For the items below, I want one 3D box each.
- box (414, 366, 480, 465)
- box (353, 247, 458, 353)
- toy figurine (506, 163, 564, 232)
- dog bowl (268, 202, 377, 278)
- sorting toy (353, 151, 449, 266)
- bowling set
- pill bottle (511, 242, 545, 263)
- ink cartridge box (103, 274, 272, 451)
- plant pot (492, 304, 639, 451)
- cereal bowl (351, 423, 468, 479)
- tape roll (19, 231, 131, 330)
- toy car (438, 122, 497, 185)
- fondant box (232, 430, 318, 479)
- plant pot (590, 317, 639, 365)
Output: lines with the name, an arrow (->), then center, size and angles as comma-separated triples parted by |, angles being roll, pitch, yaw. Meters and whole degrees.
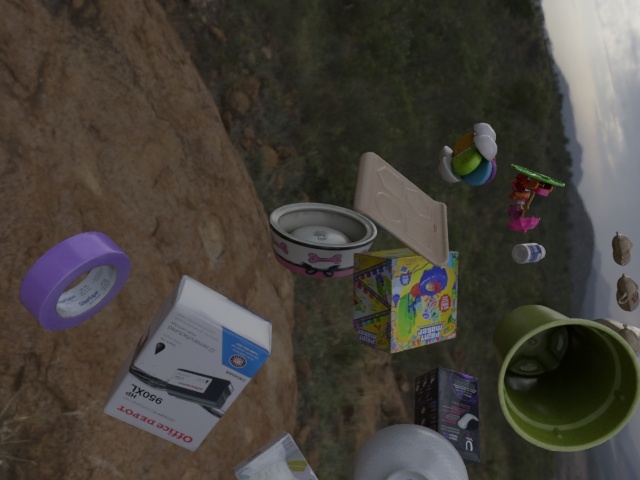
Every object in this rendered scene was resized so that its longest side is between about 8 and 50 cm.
box -> 0.408, 0.573, 1.831 | 0.165, 0.143, 0.270 | 20, 55, -17
box -> 0.265, 0.173, 1.756 | 0.289, 0.177, 0.279 | -6, 99, -36
toy figurine -> 0.540, -0.105, 1.506 | 0.173, 0.130, 0.159 | -126, -129, -62
dog bowl -> 0.000, 0.000, 2.124 | 0.408, 0.407, 0.150 | -49, 151, -62
sorting toy -> 0.153, -0.059, 1.075 | 0.208, 0.038, 0.193 | 31, 39, -17
bowling set -> 0.729, 0.114, 1.204 | 0.154, 0.199, 0.287 | 33, 55, -55
pill bottle -> 0.709, 0.042, 1.912 | 0.120, 0.067, 0.067 | -3, 79, -39
ink cartridge box -> -0.356, 0.340, 1.530 | 0.285, 0.395, 0.166 | 31, 18, -17
plant pot -> 0.490, 0.261, 1.219 | 0.254, 0.276, 0.276 | -76, 149, -78
cereal bowl -> 0.249, 0.703, 1.593 | 0.141, 0.338, 0.339 | 10, 68, -80
tape roll -> -0.645, 0.109, 1.501 | 0.090, 0.275, 0.275 | 40, 18, 15
toy car -> 0.411, -0.213, 1.516 | 0.136, 0.159, 0.182 | 46, 31, -16
fondant box -> -0.132, 0.903, 2.047 | 0.330, 0.238, 0.096 | 58, -20, 1
plant pot -> 0.950, 0.364, 1.760 | 0.274, 0.256, 0.257 | 56, 26, -77
